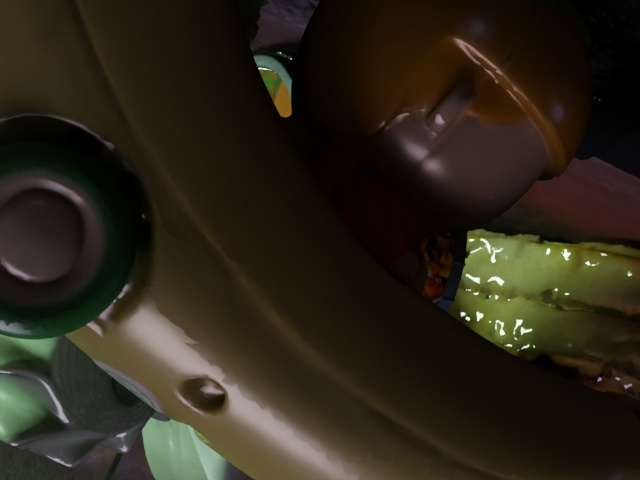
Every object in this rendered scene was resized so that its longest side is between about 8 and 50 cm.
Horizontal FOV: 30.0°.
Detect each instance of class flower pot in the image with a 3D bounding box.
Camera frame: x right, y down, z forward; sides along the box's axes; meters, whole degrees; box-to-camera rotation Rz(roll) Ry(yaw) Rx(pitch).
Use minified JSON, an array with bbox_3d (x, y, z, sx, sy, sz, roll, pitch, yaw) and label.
[{"bbox_3d":[-0.119,0.070,0.950,0.164,0.254,0.367,14,166,41],"label":"flower pot"}]

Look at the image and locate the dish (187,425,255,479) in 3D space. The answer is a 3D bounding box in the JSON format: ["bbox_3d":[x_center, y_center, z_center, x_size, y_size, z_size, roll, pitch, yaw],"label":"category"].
[{"bbox_3d":[-0.013,0.068,0.746,0.154,0.234,0.064,-9,135,-20],"label":"dish"}]

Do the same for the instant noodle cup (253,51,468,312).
[{"bbox_3d":[0.000,0.000,0.658,0.125,0.178,0.208,15,161,-26],"label":"instant noodle cup"}]

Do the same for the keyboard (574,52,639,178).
[{"bbox_3d":[0.168,-0.058,0.402,0.101,0.018,0.310,23,168,-5],"label":"keyboard"}]

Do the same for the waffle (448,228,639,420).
[{"bbox_3d":[0.222,0.096,0.806,0.308,0.091,0.213,31,166,-36],"label":"waffle"}]

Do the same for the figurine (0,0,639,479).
[{"bbox_3d":[0.002,-0.022,0.425,0.324,0.222,0.124,40,170,-12],"label":"figurine"}]

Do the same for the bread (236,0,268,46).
[{"bbox_3d":[-0.125,-0.114,0.519,0.196,0.102,0.138,28,165,-14],"label":"bread"}]
